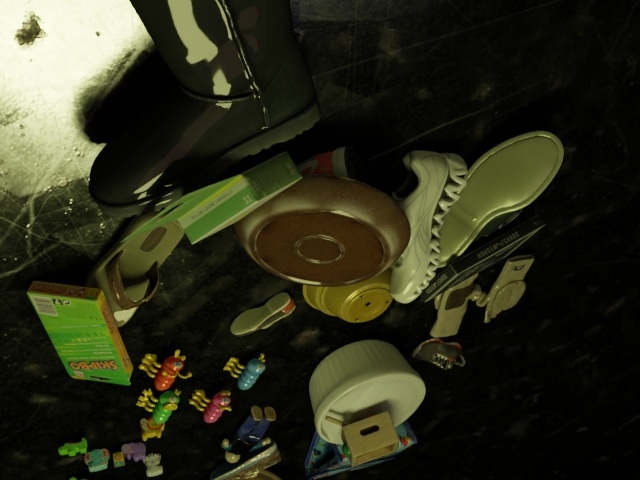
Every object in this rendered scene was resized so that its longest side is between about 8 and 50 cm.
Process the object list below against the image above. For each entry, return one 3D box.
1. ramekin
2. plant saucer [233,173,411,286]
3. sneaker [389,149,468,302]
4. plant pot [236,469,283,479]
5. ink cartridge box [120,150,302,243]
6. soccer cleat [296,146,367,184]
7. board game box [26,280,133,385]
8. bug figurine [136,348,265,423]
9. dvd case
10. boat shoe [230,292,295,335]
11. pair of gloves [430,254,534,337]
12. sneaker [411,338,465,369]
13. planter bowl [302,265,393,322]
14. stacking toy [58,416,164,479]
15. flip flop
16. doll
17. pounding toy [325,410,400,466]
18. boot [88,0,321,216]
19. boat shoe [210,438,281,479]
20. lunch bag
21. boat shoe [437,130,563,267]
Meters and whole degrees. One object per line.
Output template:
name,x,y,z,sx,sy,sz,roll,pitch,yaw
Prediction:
ramekin,0.097,0.345,1.786,0.273,0.127,0.273,-16,139,-14
plant saucer,0.000,0.000,1.327,0.310,0.050,0.310,3,147,2
sneaker,0.168,-0.028,1.416,0.118,0.110,0.292,10,101,-25
plant pot,-0.198,0.732,1.975,0.263,0.263,0.229,-14,157,-16
ink cartridge box,-0.156,-0.047,1.139,0.171,0.056,0.235,-29,-177,40
soccer cleat,0.044,-0.048,1.380,0.116,0.109,0.318,-10,146,15
board game box,-0.413,0.170,1.351,0.124,0.039,0.259,6,136,9
bug figurine,-0.248,0.307,1.600,0.279,0.072,0.216,7,129,-35
dvd case,0.329,0.039,1.577,0.238,0.029,0.179,-27,167,-22
boat shoe,-0.114,0.154,1.533,0.137,0.049,0.043,-32,142,-3
pair of gloves,0.364,0.123,1.766,0.240,0.042,0.204,-14,135,-19
sneaker,0.296,0.282,1.877,0.158,0.065,0.061,4,130,-33
planter bowl,0.081,0.101,1.549,0.217,0.090,0.217,-16,139,-14
stacking toy,-0.450,0.468,1.680,0.221,0.052,0.167,-9,135,-18
flip flop,-0.311,0.059,1.293,0.112,0.080,0.277,16,128,-39
doll,-0.173,0.471,1.834,0.129,0.046,0.189,12,126,-36
pounding toy,0.092,0.434,1.720,0.141,0.100,0.130,-17,153,-8
boot,-0.206,-0.267,0.956,0.367,0.146,0.445,-31,143,-9
boat shoe,-0.181,0.563,1.893,0.183,0.066,0.066,-27,106,-1
lunch bag,0.086,0.542,2.015,0.221,0.138,0.293,-9,149,-22
boat shoe,0.326,-0.084,1.479,0.340,0.127,0.113,-51,173,23
